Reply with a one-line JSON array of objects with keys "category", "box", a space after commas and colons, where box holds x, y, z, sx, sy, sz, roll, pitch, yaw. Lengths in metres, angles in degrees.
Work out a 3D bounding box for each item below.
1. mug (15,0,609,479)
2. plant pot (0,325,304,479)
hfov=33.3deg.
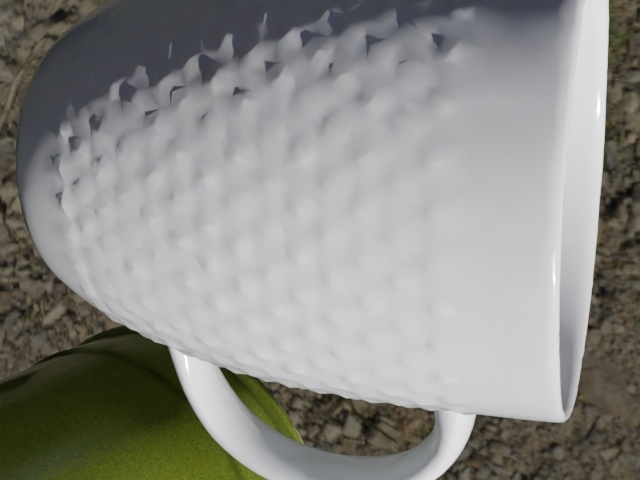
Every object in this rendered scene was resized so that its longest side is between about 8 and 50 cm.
[{"category": "mug", "box": [0.000, 0.000, 0.679, 0.327, 0.276, 0.374, 5, 113, 18]}, {"category": "plant pot", "box": [-0.238, 0.267, 0.801, 0.353, 0.366, 0.367, -7, 103, -55]}]
